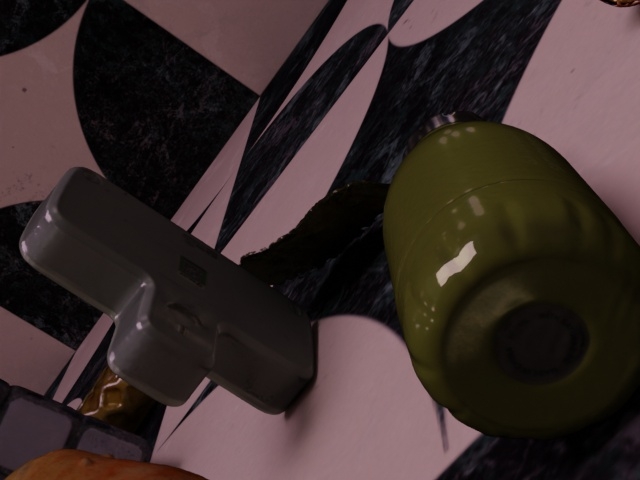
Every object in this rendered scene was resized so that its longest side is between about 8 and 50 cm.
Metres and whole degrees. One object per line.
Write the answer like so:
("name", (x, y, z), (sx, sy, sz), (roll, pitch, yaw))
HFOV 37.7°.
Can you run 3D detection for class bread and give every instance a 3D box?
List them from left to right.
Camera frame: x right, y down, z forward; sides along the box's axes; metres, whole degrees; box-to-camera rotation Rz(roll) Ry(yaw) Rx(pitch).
("bread", (-0.271, 0.209, 1.320), (0.087, 0.098, 0.269), (38, 94, 33))

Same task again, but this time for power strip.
("power strip", (-0.122, 0.057, 0.769), (0.059, 0.265, 0.194), (-49, 17, 18))

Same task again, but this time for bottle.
("bottle", (0.089, -0.006, 0.502), (0.112, 0.112, 0.260), (-52, 14, 17))

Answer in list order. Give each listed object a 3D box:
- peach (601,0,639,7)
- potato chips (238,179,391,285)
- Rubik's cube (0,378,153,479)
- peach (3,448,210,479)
("peach", (0.217, -0.192, 0.617), (0.083, 0.050, 0.077), (-50, -12, -14))
("potato chips", (0.000, 0.000, 0.865), (0.209, 0.026, 0.142), (-28, -17, 21))
("Rubik's cube", (-0.432, 0.314, 1.023), (0.344, 0.343, 0.337), (-27, 40, 63))
("peach", (-0.126, 0.214, 0.550), (0.232, 0.232, 0.232), (-52, 14, 19))
